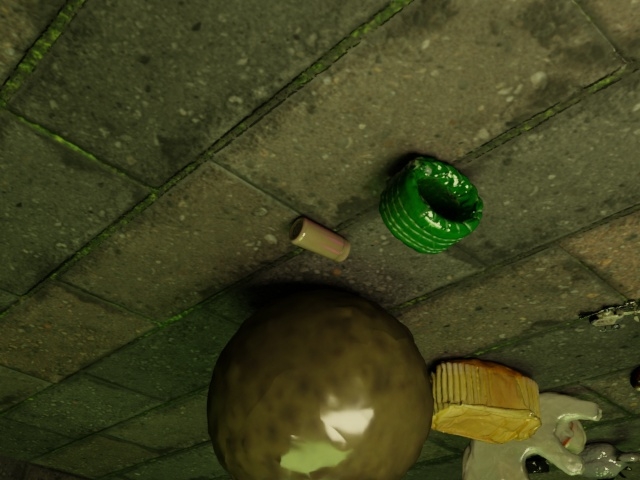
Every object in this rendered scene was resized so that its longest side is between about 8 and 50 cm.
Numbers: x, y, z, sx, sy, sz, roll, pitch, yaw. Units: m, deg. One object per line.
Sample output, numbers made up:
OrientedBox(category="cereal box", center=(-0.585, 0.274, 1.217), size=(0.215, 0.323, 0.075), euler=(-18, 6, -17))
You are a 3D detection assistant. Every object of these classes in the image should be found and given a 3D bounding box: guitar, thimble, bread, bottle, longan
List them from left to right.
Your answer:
OrientedBox(category="bottle", center=(0.000, 0.000, 1.083), size=(0.096, 0.045, 0.045), euler=(25, 141, -30))
OrientedBox(category="longan", center=(0.002, 0.272, 1.175), size=(0.390, 0.391, 0.391), euler=(3, 145, 2))
OrientedBox(category="thimble", center=(0.148, -0.046, 0.937), size=(0.130, 0.118, 0.090), euler=(43, 141, -5))
OrientedBox(category="bread", center=(0.341, 0.337, 1.449), size=(0.250, 0.133, 0.179), euler=(11, 144, -10))
OrientedBox(category="guitar", center=(0.589, 0.597, 1.832), size=(0.083, 0.038, 0.271), euler=(-2, 157, 0))

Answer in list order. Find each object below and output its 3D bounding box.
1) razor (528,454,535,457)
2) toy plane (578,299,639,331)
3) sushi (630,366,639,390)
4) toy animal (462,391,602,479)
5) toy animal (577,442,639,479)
OrientedBox(category="razor", center=(0.463, 0.460, 1.695), size=(0.277, 0.056, 0.111), euler=(33, 136, -24))
OrientedBox(category="toy plane", center=(0.526, 0.133, 1.223), size=(0.120, 0.031, 0.049), euler=(-15, 132, 31))
OrientedBox(category="sushi", center=(0.671, 0.280, 1.420), size=(0.045, 0.044, 0.083), euler=(22, 146, 13))
OrientedBox(category="toy animal", center=(0.468, 0.492, 1.573), size=(0.266, 0.308, 0.188), euler=(13, 167, 18))
OrientedBox(category="toy animal", center=(0.738, 0.568, 1.774), size=(0.195, 0.091, 0.324), euler=(-4, 154, 2))
